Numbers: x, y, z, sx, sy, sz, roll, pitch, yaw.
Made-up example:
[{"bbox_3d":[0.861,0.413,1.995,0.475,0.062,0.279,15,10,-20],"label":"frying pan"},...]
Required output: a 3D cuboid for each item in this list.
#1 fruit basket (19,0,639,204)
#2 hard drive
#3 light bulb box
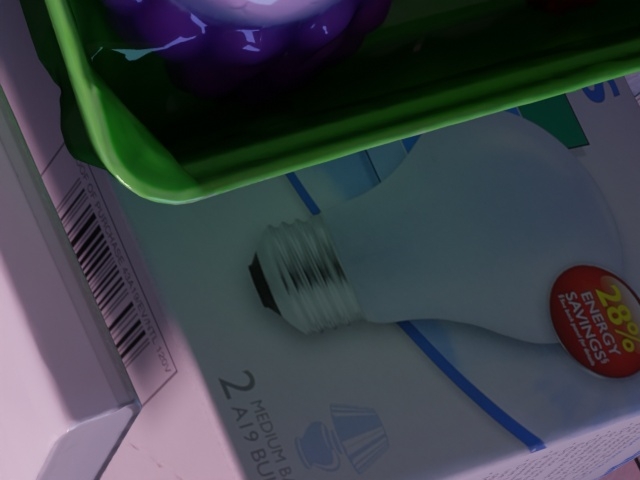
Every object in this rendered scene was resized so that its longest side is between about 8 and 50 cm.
[{"bbox_3d":[0.047,-0.192,0.826,0.392,0.283,0.392,-18,180,0],"label":"fruit basket"},{"bbox_3d":[-0.174,-0.025,0.879,0.040,0.307,0.203,-19,163,-24],"label":"hard drive"},{"bbox_3d":[0.000,0.000,1.126,0.361,0.358,0.225,-15,163,-35],"label":"light bulb box"}]
